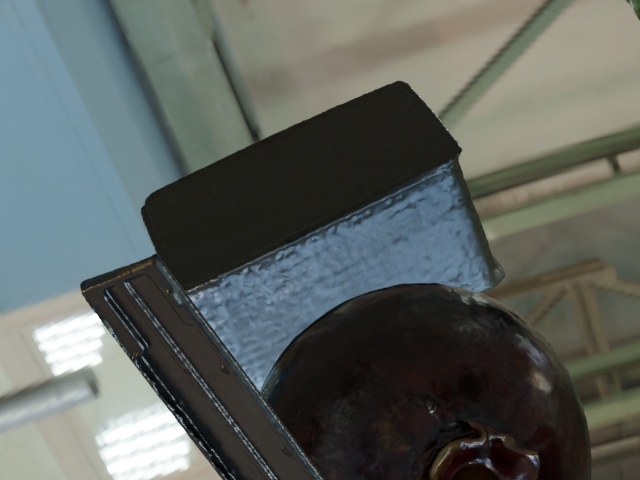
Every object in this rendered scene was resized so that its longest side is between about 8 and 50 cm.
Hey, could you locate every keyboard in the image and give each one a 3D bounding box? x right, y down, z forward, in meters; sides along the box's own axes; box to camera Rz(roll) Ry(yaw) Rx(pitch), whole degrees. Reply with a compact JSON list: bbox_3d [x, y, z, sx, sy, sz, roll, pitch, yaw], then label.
[{"bbox_3d":[-0.027,0.090,0.625,0.064,0.198,0.010,-19,-159,49],"label":"keyboard"}]

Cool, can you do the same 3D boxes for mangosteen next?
[{"bbox_3d":[0.069,0.145,0.926,0.235,0.235,0.261,-31,-167,-13],"label":"mangosteen"}]

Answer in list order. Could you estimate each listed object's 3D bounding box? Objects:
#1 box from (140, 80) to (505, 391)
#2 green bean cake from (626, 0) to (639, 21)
[{"bbox_3d":[-0.001,-0.002,1.329,0.273,0.143,0.184,-26,-148,-4],"label":"box"},{"bbox_3d":[0.358,-0.266,1.309,0.113,0.214,0.200,-37,-175,-34],"label":"green bean cake"}]
